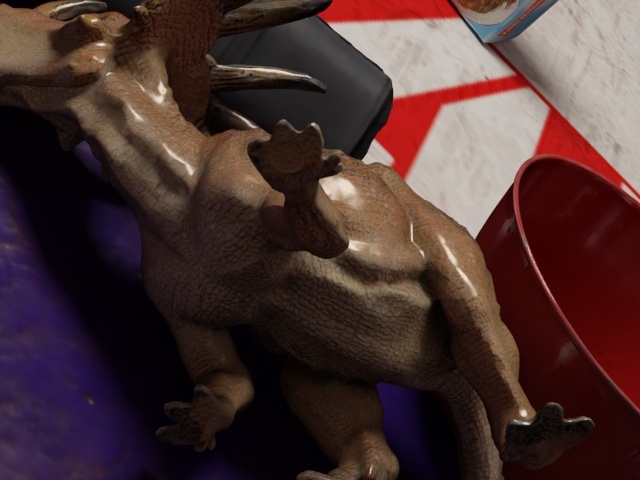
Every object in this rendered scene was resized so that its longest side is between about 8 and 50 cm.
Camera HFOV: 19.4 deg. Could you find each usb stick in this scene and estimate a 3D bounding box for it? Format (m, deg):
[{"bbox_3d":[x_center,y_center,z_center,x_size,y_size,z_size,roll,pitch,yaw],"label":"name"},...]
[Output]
[{"bbox_3d":[-0.085,-0.121,0.813,0.278,0.077,0.045,39,-6,-18],"label":"usb stick"}]

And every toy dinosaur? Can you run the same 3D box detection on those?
[{"bbox_3d":[0.000,0.000,0.733,0.296,0.127,0.200,42,20,-26],"label":"toy dinosaur"}]

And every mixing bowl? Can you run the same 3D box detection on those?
[{"bbox_3d":[0.118,0.062,0.842,0.181,0.098,0.181,35,29,-23],"label":"mixing bowl"}]

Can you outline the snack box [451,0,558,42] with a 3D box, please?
[{"bbox_3d":[0.083,-0.307,1.186,0.322,0.187,0.060,53,27,10],"label":"snack box"}]
